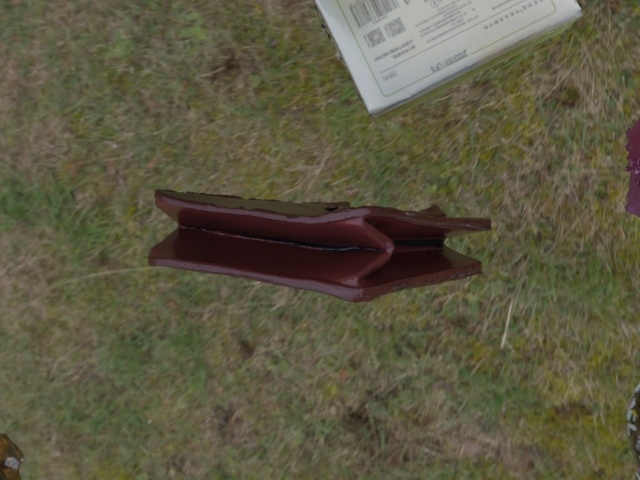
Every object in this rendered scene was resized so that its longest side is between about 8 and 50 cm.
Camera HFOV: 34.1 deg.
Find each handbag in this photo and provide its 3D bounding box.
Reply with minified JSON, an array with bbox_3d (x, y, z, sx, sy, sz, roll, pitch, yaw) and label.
[{"bbox_3d":[0.000,-0.001,1.027,0.260,0.276,0.084,6,94,34],"label":"handbag"}]

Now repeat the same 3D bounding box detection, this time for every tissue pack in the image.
[{"bbox_3d":[0.121,-0.239,1.063,0.234,0.125,0.159,-27,90,8],"label":"tissue pack"}]

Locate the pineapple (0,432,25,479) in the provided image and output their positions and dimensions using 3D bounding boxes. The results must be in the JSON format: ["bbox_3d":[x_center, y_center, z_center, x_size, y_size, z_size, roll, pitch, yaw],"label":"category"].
[{"bbox_3d":[-0.340,0.249,0.897,0.166,0.166,0.193,7,62,14],"label":"pineapple"}]

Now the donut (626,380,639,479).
[{"bbox_3d":[0.517,0.257,1.333,0.270,0.103,0.269,2,68,-5],"label":"donut"}]

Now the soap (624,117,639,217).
[{"bbox_3d":[0.581,-0.097,1.413,0.325,0.127,0.220,13,77,-14],"label":"soap"}]
